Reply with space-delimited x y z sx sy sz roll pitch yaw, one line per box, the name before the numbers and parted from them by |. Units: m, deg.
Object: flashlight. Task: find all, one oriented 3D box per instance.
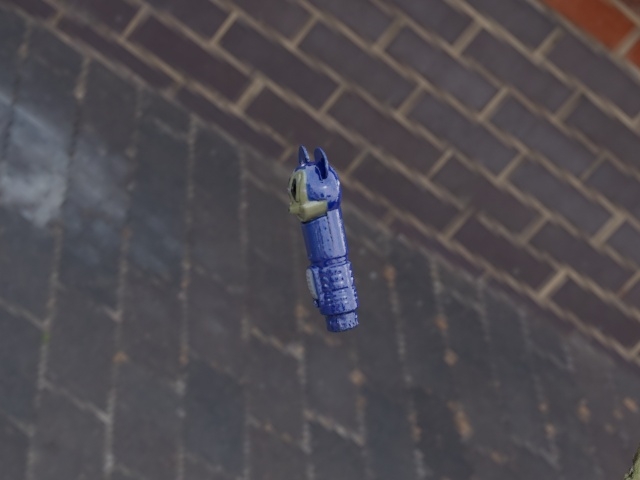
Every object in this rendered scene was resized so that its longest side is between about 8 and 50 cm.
flashlight | 0.000 0.000 1.083 0.035 0.121 0.057 -13 9 -17

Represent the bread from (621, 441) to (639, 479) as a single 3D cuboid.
bread | 0.278 0.223 1.119 0.240 0.178 0.135 11 67 -14
